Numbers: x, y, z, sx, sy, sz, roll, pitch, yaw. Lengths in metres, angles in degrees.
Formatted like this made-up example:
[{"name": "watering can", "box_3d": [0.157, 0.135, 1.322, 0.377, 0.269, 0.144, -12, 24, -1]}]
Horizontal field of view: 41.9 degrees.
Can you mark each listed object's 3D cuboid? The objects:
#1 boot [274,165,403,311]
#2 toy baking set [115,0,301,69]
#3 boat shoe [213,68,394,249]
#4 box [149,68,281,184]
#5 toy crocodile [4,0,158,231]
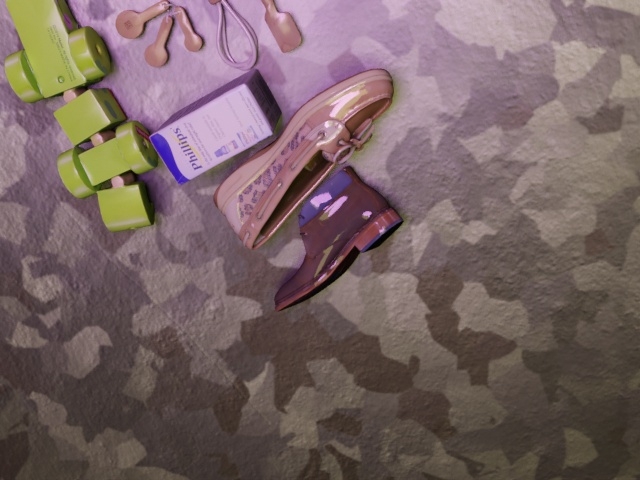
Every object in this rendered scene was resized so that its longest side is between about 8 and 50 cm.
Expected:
[{"name": "boot", "box_3d": [0.000, 0.000, 1.129, 0.219, 0.082, 0.106, -39, 80, 18]}, {"name": "toy baking set", "box_3d": [-0.149, -0.314, 1.047, 0.256, 0.030, 0.197, 3, 111, 2]}, {"name": "boat shoe", "box_3d": [-0.009, -0.102, 1.057, 0.285, 0.104, 0.089, -40, 71, 23]}, {"name": "box", "box_3d": [-0.127, -0.144, 1.047, 0.137, 0.126, 0.072, -27, 106, 11]}, {"name": "toy crocodile", "box_3d": [-0.298, -0.168, 1.071, 0.115, 0.105, 0.341, -23, 101, 10]}]
